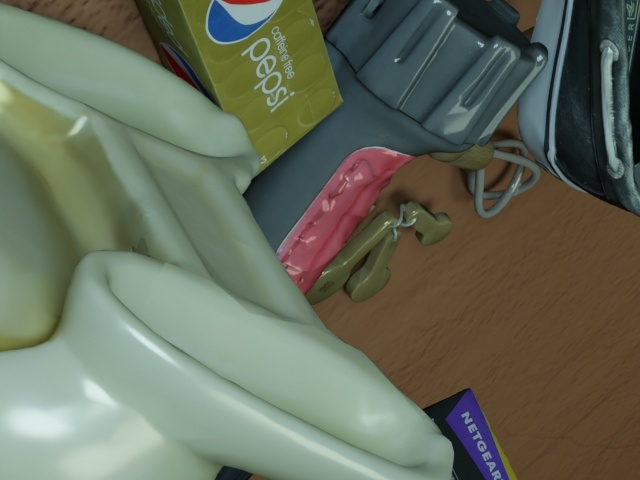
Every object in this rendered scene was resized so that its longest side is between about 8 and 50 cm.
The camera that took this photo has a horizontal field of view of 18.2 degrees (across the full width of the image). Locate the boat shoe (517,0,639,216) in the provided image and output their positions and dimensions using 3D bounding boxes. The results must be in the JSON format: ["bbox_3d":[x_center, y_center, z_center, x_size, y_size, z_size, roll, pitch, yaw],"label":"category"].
[{"bbox_3d":[0.168,-0.161,0.962,0.113,0.105,0.306,3,109,-28],"label":"boat shoe"}]

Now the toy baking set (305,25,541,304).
[{"bbox_3d":[0.071,-0.048,1.166,0.256,0.030,0.197,-30,156,-14],"label":"toy baking set"}]

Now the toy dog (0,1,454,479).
[{"bbox_3d":[-0.210,0.129,0.757,0.395,0.284,0.408,17,115,-46],"label":"toy dog"}]

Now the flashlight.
[{"bbox_3d":[0.000,0.000,1.029,0.103,0.103,0.304,8,128,-51],"label":"flashlight"}]

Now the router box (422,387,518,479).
[{"bbox_3d":[-0.064,0.201,1.129,0.243,0.081,0.309,-23,173,-37],"label":"router box"}]

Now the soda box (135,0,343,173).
[{"bbox_3d":[-0.043,-0.106,0.891,0.061,0.058,0.181,-40,153,-11],"label":"soda box"}]
